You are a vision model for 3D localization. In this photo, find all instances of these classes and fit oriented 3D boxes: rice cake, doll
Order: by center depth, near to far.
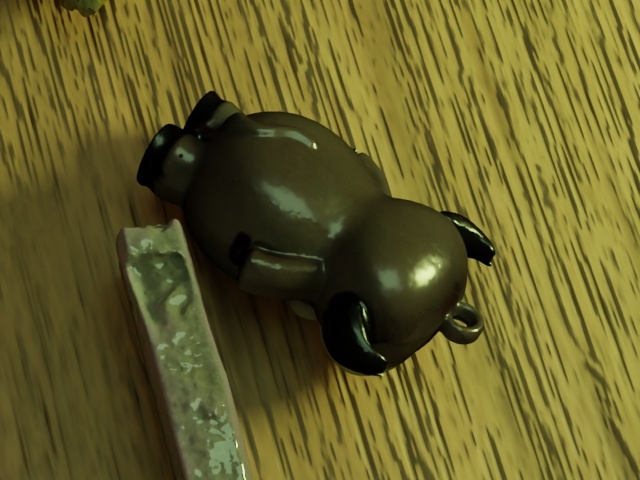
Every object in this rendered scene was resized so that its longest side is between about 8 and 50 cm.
[{"bbox_3d":[-0.079,0.127,1.276,0.050,0.106,0.298,-13,69,-8],"label":"rice cake"},{"bbox_3d":[-0.001,-0.002,1.339,0.257,0.117,0.182,37,44,8],"label":"doll"}]

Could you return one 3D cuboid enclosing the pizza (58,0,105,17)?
[{"bbox_3d":[-0.212,-0.318,1.465,0.268,0.087,0.258,34,59,3],"label":"pizza"}]
